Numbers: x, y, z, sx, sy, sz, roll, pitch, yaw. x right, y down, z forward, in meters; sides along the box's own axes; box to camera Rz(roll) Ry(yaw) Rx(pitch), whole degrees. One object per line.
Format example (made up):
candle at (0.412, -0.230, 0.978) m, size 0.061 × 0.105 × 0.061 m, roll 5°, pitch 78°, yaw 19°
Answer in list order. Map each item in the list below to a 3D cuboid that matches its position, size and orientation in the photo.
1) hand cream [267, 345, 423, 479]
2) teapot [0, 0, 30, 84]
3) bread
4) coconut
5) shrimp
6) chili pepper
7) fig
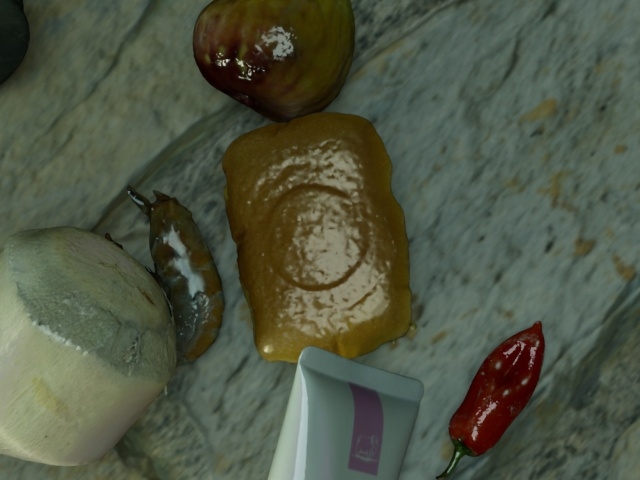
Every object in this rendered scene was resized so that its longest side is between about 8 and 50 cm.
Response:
hand cream at (-0.003, 0.289, 1.587) m, size 0.118 × 0.185 × 0.358 m, roll 12°, pitch 84°, yaw 46°
teapot at (-0.449, -0.244, 1.676) m, size 0.240 × 0.321 × 0.239 m, roll 0°, pitch 59°, yaw -37°
bread at (0.000, 0.000, 1.637) m, size 0.174 × 0.121 × 0.245 m, roll -9°, pitch 84°, yaw 0°
coconut at (-0.261, 0.110, 1.591) m, size 0.224 × 0.224 × 0.234 m, roll 38°, pitch 112°, yaw 7°
shrimp at (-0.169, 0.036, 1.672) m, size 0.132 × 0.051 × 0.187 m, roll -13°, pitch 85°, yaw 0°
chili pepper at (0.171, 0.158, 1.641) m, size 0.059 × 0.050 × 0.191 m, roll 28°, pitch 76°, yaw 22°
fig at (-0.015, -0.237, 1.678) m, size 0.159 × 0.159 × 0.257 m, roll 28°, pitch 63°, yaw 6°
